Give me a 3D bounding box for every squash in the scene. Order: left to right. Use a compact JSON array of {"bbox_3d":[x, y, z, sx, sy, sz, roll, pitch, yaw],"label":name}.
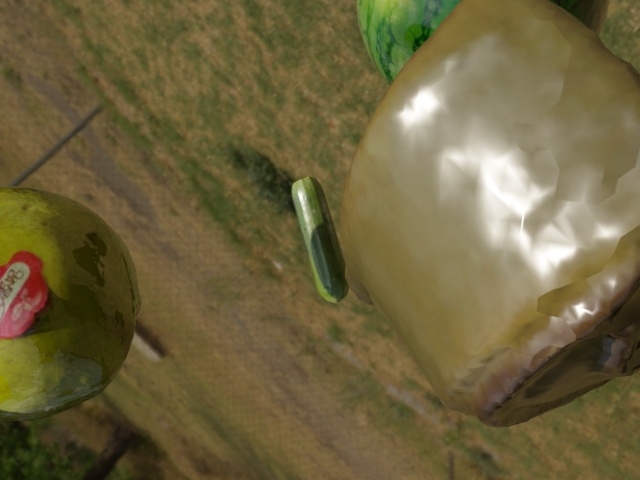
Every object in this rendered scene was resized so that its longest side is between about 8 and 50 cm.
[{"bbox_3d":[0.000,0.000,1.591,0.066,0.066,0.228,-8,99,63],"label":"squash"}]

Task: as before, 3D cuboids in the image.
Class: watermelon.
[{"bbox_3d":[0.212,-0.326,1.204,0.363,0.363,0.363,36,156,19],"label":"watermelon"}]

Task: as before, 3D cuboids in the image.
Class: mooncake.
[{"bbox_3d":[0.227,-0.022,0.751,0.246,0.394,0.393,54,155,26],"label":"mooncake"}]

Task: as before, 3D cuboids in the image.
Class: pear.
[{"bbox_3d":[-0.398,0.065,1.123,0.375,0.287,0.287,18,153,5],"label":"pear"}]
